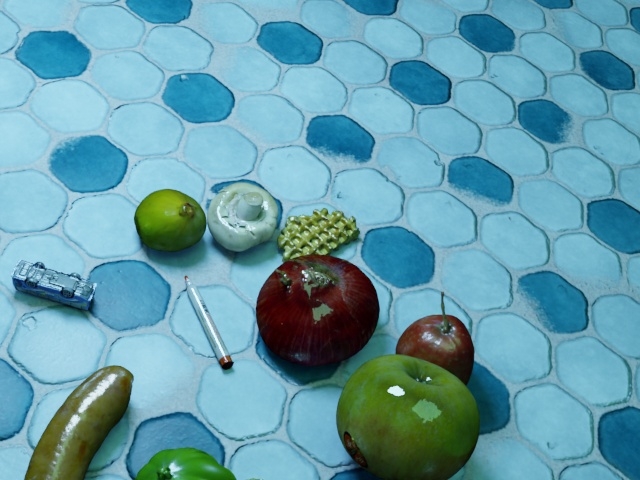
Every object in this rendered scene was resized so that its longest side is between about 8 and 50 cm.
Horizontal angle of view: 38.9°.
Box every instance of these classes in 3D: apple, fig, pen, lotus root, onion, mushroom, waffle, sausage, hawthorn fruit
[{"bbox_3d":[0.152,0.309,1.578,0.260,0.194,0.261,15,15,-4],"label":"apple"},{"bbox_3d":[-0.300,-0.040,1.822,0.152,0.121,0.136,4,53,18],"label":"fig"},{"bbox_3d":[-0.219,0.153,1.745,0.026,0.026,0.218,-15,57,-25],"label":"pen"},{"bbox_3d":[-0.226,0.395,1.429,0.186,0.186,0.186,7,51,-9],"label":"lotus root"},{"bbox_3d":[-0.004,0.130,1.748,0.248,0.161,0.248,5,73,-15],"label":"onion"},{"bbox_3d":[-0.157,-0.050,1.862,0.154,0.122,0.154,11,53,-15],"label":"mushroom"},{"bbox_3d":[0.000,0.000,1.913,0.191,0.046,0.161,-3,51,-17],"label":"waffle"},{"bbox_3d":[-0.401,0.323,1.515,0.108,0.109,0.271,24,51,4],"label":"sausage"},{"bbox_3d":[0.227,0.201,1.711,0.162,0.203,0.163,5,53,-7],"label":"hawthorn fruit"}]

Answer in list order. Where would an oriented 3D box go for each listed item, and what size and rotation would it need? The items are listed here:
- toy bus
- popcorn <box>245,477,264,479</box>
[{"bbox_3d":[-0.500,0.085,1.700,0.153,0.061,0.051,16,48,-4],"label":"toy bus"},{"bbox_3d":[-0.119,0.437,1.525,0.083,0.060,0.068,-23,21,-37],"label":"popcorn"}]
